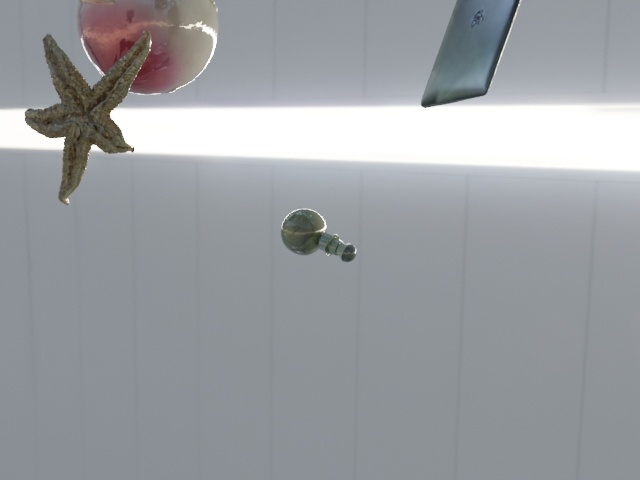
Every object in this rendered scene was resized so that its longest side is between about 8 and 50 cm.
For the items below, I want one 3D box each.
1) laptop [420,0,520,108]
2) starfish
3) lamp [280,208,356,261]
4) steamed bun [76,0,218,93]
[{"bbox_3d":[0.240,-0.329,1.115,0.187,0.015,0.269,10,-101,69],"label":"laptop"},{"bbox_3d":[-0.367,-0.215,1.137,0.231,0.048,0.295,38,-73,17],"label":"starfish"},{"bbox_3d":[0.000,0.000,1.430,0.163,0.091,0.091,27,-70,32],"label":"lamp"},{"bbox_3d":[-0.374,-0.429,1.558,0.309,0.309,0.309,5,-82,34],"label":"steamed bun"}]
